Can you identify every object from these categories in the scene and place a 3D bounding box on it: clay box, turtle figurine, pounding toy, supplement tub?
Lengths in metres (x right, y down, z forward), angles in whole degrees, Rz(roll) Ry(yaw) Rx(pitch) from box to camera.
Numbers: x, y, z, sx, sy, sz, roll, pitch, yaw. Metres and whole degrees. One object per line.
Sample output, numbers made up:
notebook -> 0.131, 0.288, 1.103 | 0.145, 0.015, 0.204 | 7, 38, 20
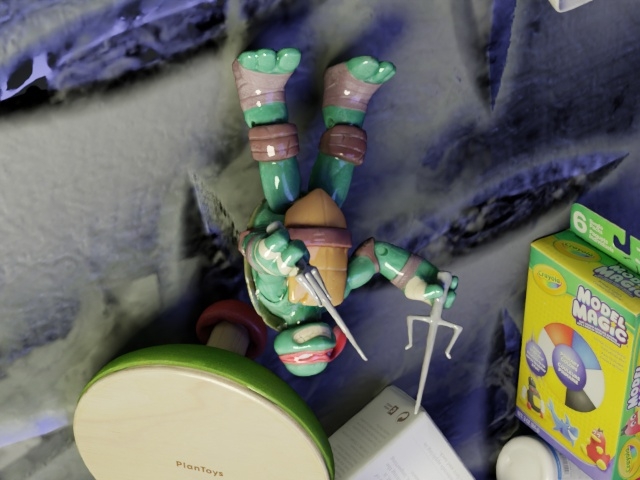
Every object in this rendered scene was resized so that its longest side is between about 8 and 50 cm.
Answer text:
clay box -> 0.232, 0.090, 0.995 | 0.053, 0.127, 0.222 | -20, 126, -26
turtle figurine -> 0.000, 0.000, 0.745 | 0.175, 0.118, 0.234 | 0, 85, -54
pounding toy -> -0.046, 0.130, 0.821 | 0.236, 0.110, 0.183 | 31, 132, -9
supplement tub -> 0.227, 0.220, 1.111 | 0.107, 0.071, 0.071 | 8, 111, -39

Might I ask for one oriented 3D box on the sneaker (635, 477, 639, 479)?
sneaker -> 0.394, 0.221, 1.194 | 0.295, 0.124, 0.178 | 23, 96, -35

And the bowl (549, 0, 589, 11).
bowl -> 0.211, -0.238, 0.806 | 0.142, 0.053, 0.142 | -29, 158, -18

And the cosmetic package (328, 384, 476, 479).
cosmetic package -> 0.015, 0.240, 0.937 | 0.231, 0.085, 0.117 | -38, 109, -9
